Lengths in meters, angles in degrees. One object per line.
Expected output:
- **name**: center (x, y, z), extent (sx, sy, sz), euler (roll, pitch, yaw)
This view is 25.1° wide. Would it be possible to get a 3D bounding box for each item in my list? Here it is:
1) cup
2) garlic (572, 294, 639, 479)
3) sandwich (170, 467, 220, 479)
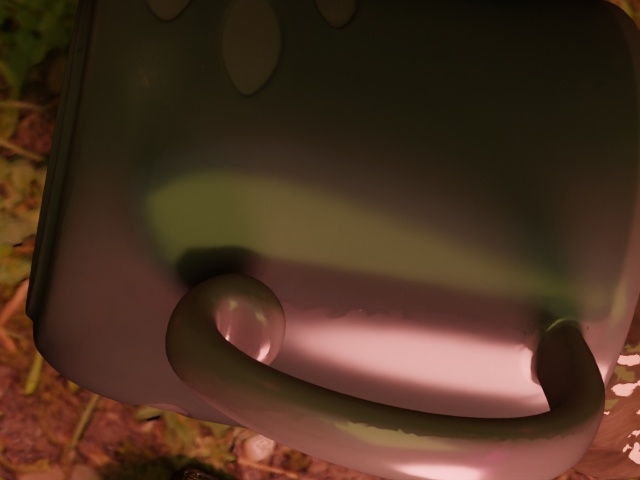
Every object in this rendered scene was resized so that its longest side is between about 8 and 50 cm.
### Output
- **cup**: center (0.000, 0.000, 0.711), extent (0.274, 0.356, 0.259), euler (10, 117, -11)
- **garlic**: center (0.217, 0.067, 0.855), extent (0.219, 0.212, 0.218), euler (-7, 118, -13)
- **sandwich**: center (-0.114, 0.240, 0.992), extent (0.079, 0.113, 0.163), euler (30, 142, -21)
